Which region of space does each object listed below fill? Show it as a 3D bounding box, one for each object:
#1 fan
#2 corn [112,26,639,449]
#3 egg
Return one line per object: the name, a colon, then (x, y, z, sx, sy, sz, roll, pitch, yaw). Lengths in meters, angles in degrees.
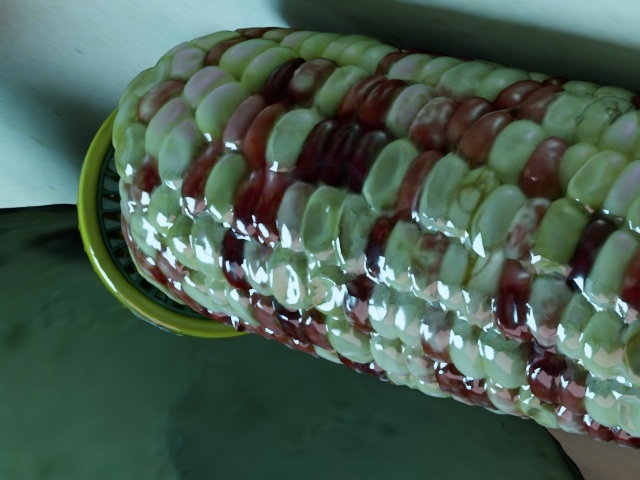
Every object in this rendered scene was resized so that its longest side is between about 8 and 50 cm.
fan: (0.000, 0.000, 0.548, 0.155, 0.082, 0.039, 16, 173, -9)
corn: (0.058, 0.004, 0.419, 0.253, 0.086, 0.086, 17, 164, 33)
egg: (-0.078, 0.158, 0.711, 0.428, 0.345, 0.345, 2, 158, 23)
